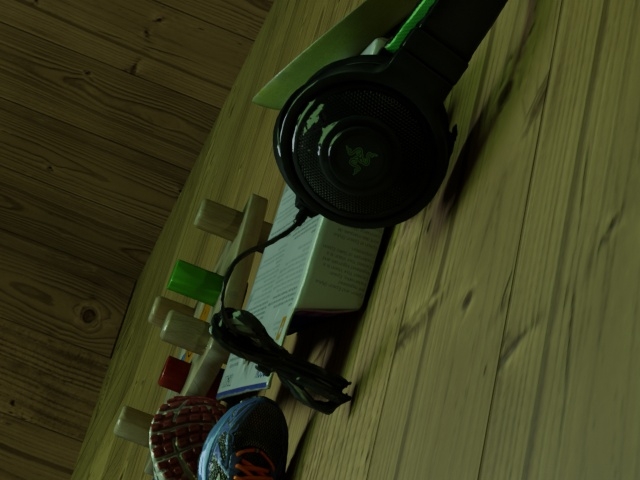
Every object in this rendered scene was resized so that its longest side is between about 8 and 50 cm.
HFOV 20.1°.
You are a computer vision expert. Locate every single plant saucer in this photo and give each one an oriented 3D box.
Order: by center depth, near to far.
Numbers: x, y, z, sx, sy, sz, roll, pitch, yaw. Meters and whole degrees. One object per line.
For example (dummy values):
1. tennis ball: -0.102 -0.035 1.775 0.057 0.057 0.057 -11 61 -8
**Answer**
1. plant saucer: 0.037 -0.199 1.777 0.241 0.037 0.241 -39 2 2

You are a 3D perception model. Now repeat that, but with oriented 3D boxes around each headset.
1. headset: 0.053 -0.062 1.453 0.394 0.185 0.243 -53 4 0

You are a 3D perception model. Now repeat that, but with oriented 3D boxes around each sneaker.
1. sneaker: -0.067 0.241 1.566 0.087 0.083 0.221 -23 50 60
2. sneaker: -0.129 0.251 1.756 0.093 0.088 0.225 110 163 -52

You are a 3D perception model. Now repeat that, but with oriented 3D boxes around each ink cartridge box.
1. ink cartridge box: 0.000 0.000 1.717 0.324 0.071 0.330 151 137 -77

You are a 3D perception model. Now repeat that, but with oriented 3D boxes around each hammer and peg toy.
1. hammer and peg toy: -0.144 0.149 2.044 0.361 0.127 0.266 -77 12 -45

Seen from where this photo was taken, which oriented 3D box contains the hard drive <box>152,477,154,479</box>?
1. hard drive: -0.227 0.385 2.237 0.210 0.040 0.319 -68 7 -31
